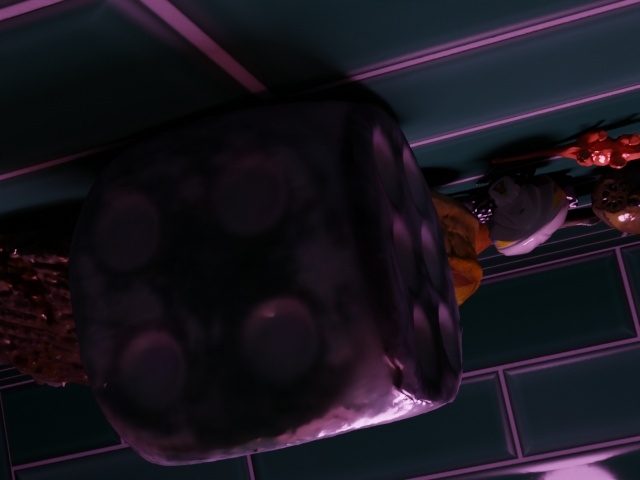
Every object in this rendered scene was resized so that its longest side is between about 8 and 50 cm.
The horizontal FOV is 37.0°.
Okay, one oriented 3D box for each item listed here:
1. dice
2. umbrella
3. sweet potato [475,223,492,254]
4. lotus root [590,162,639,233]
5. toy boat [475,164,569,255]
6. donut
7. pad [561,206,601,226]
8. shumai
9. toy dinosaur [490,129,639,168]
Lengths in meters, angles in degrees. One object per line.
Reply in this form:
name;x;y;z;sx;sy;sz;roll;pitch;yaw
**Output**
dice;-0.041;0.050;1.043;0.348;0.328;0.330;-16;171;23
umbrella;0.326;-0.072;1.662;0.235;0.059;0.066;-9;-146;1
sweet potato;0.234;-0.013;1.723;0.359;0.112;0.112;-9;171;-20
lotus root;0.582;-0.076;1.741;0.241;0.124;0.123;0;150;-44
toy boat;0.303;-0.054;1.459;0.140;0.141;0.269;-14;178;14
donut;0.086;0.038;1.483;0.329;0.160;0.330;0;157;0
pad;0.432;-0.040;1.894;0.286;0.018;0.284;-5;-175;31
shumai;-0.306;0.038;1.312;0.345;0.217;0.283;6;-152;8
toy dinosaur;0.387;-0.129;1.374;0.279;0.055;0.101;0;179;7
